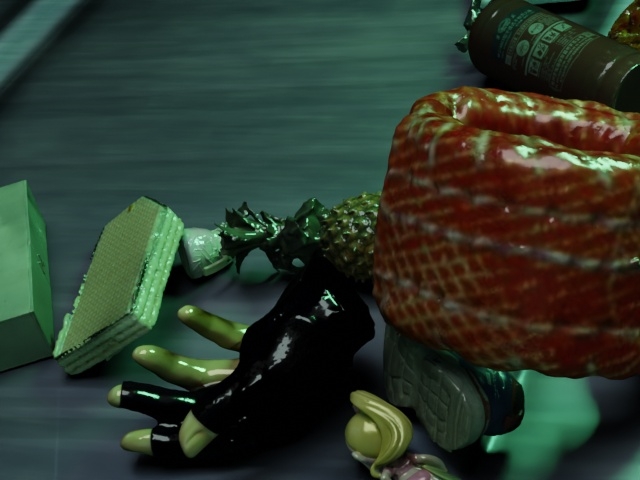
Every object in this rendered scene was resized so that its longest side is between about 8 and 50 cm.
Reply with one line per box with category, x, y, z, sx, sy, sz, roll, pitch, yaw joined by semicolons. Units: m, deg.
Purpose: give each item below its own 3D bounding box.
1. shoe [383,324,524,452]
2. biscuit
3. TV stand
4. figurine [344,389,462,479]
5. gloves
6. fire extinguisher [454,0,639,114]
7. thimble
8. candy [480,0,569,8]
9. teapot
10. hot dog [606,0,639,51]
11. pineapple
shoe;0.146;0.138;1.499;0.126;0.099;0.227;-7;23;-18
biscuit;-0.233;0.041;1.727;0.150;0.052;0.252;-32;30;31
TV stand;-0.390;0.041;1.796;0.088;0.082;0.269;-17;40;1
figurine;0.088;0.225;1.440;0.083;0.083;0.187;-30;51;-16
gloves;-0.084;0.143;1.526;0.301;0.152;0.197;-20;18;5
fire extinguisher;0.299;-0.247;1.876;0.337;0.114;0.135;33;85;42
thimble;0.231;-0.014;1.467;0.350;0.230;0.350;7;16;-2
candy;0.312;-0.389;2.076;0.174;0.071;0.138;-3;41;13
teapot;-0.136;0.014;1.761;0.064;0.064;0.083;-18;35;-16
hot dog;0.480;-0.263;1.860;0.227;0.099;0.160;3;42;25
pineapple;0.000;0.000;1.690;0.251;0.125;0.125;0;42;10
